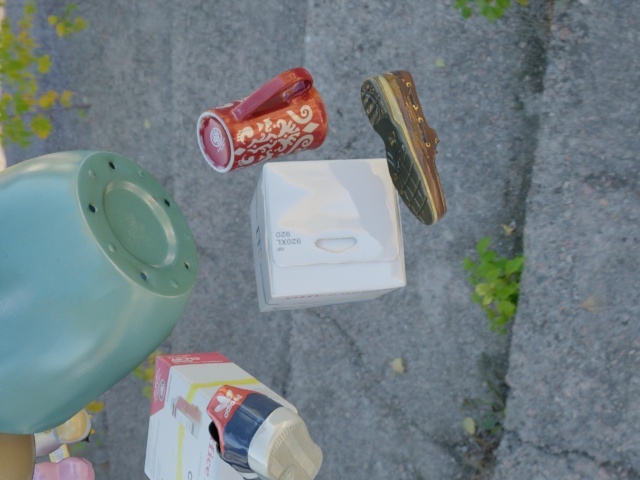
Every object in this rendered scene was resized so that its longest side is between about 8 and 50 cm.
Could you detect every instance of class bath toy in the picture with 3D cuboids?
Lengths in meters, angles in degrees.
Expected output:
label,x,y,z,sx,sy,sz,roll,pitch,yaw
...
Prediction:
label,x,y,z,sx,sy,sz,roll,pitch,yaw
bath toy,-0.492,0.440,1.368,0.151,0.129,0.349,-27,63,29

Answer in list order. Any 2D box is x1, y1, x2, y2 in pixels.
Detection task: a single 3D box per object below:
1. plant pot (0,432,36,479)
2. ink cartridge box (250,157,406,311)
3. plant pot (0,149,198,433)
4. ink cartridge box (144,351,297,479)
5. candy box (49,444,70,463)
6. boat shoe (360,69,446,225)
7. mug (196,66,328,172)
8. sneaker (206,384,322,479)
label,x,y,z,sx,sy,sz,roll,pitch,yaw
plant pot,-0.465,0.244,0.806,0.284,0.284,0.191,65,148,11
ink cartridge box,0.000,0.000,0.976,0.233,0.171,0.168,135,130,-76
plant pot,-0.283,0.036,0.813,0.235,0.293,0.293,-30,77,20
ink cartridge box,-0.217,0.414,1.466,0.384,0.160,0.280,15,98,58
candy box,-0.743,0.514,1.988,0.109,0.053,0.187,-177,71,-71
boat shoe,0.105,-0.105,0.795,0.178,0.060,0.064,68,160,-5
mug,-0.088,-0.182,1.048,0.113,0.169,0.150,32,133,39
sneaker,-0.094,0.328,1.135,0.148,0.131,0.350,27,148,23
